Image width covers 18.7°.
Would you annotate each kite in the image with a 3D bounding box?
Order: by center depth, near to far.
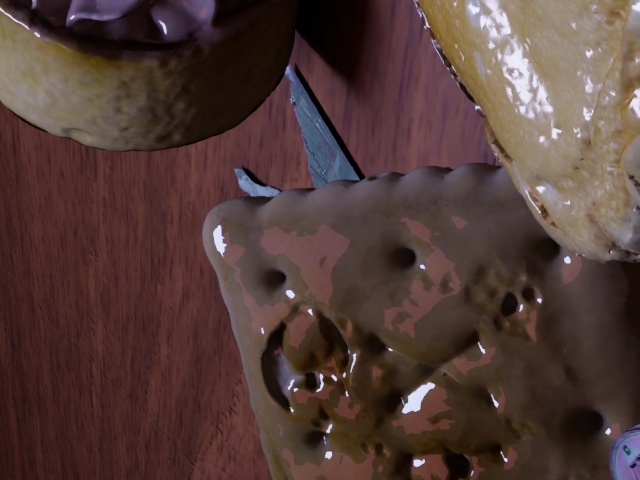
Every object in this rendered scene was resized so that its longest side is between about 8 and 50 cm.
[{"bbox_3d":[0.001,-0.001,1.192,0.250,0.012,0.229,33,138,59],"label":"kite"}]

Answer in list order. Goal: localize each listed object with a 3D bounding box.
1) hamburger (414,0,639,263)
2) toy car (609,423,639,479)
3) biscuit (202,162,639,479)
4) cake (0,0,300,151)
[{"bbox_3d":[0.110,-0.096,0.691,0.214,0.108,0.214,50,151,42],"label":"hamburger"},{"bbox_3d":[0.180,0.127,0.802,0.142,0.055,0.069,48,154,16],"label":"toy car"},{"bbox_3d":[0.074,0.121,0.900,0.217,0.044,0.325,-5,108,25],"label":"biscuit"},{"bbox_3d":[-0.104,-0.169,1.051,0.208,0.185,0.178,-117,21,-44],"label":"cake"}]
